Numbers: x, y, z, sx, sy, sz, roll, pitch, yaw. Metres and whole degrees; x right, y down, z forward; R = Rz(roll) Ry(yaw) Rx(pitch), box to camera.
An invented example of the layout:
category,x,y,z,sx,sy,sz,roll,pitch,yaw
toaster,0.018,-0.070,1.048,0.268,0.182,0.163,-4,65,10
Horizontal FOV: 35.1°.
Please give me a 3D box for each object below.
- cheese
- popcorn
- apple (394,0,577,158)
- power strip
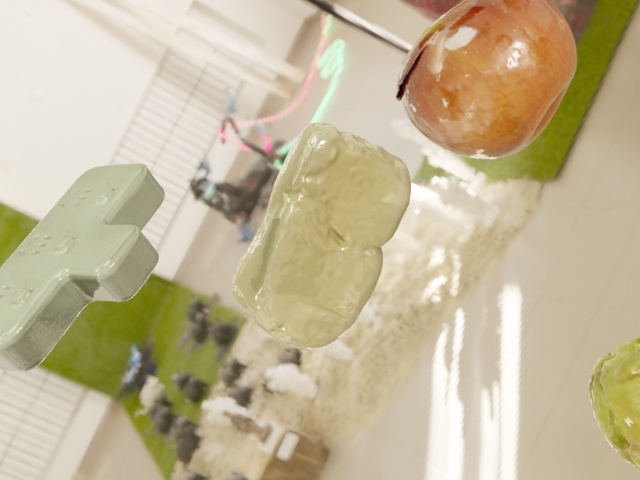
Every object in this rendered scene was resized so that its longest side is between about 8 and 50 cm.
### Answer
category,x,y,z,sx,sy,sz,roll,pitch,yaw
cheese,-0.001,0.000,1.204,0.263,0.159,0.093,-67,25,5
popcorn,0.444,0.202,1.275,0.183,0.204,0.221,-28,0,-23
apple,0.239,-0.231,1.412,0.251,0.206,0.272,-46,-8,10
power strip,-0.254,0.021,1.069,0.193,0.059,0.265,0,46,42
